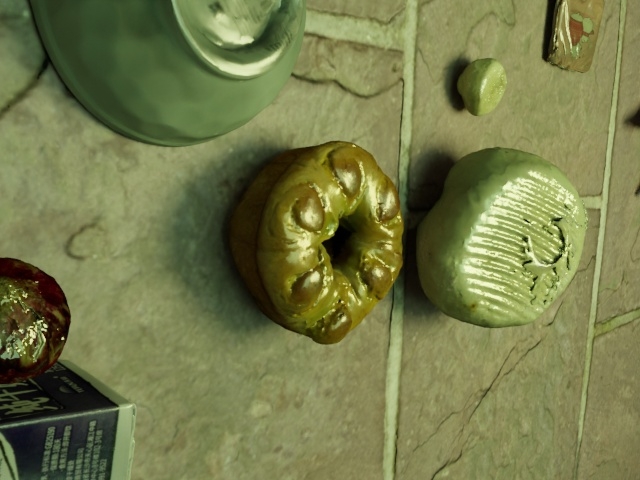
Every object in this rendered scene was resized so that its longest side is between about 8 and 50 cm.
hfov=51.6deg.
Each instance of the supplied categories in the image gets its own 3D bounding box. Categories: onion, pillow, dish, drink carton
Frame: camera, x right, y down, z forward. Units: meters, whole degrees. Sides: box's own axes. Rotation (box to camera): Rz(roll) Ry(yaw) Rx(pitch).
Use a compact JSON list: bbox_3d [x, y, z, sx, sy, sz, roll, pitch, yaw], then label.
[{"bbox_3d":[-0.258,0.066,0.537,0.107,0.097,0.107,32,38,-30],"label":"onion"},{"bbox_3d":[0.448,-0.423,1.150,0.135,0.049,0.248,-6,106,-42],"label":"pillow"},{"bbox_3d":[-0.108,-0.223,0.600,0.303,0.120,0.302,-12,108,-43],"label":"dish"},{"bbox_3d":[-0.275,0.165,0.505,0.222,0.134,0.101,2,99,-44],"label":"drink carton"}]

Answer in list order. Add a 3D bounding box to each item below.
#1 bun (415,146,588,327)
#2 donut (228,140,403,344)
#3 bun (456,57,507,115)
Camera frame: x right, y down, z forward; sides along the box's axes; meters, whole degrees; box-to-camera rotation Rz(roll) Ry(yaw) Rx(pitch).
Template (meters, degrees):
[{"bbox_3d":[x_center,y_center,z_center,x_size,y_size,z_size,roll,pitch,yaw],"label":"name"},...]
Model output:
[{"bbox_3d":[0.256,0.000,0.968,0.273,0.168,0.272,-5,101,-28],"label":"bun"},{"bbox_3d":[0.002,0.000,0.754,0.227,0.114,0.226,-10,104,-42],"label":"donut"},{"bbox_3d":[0.234,-0.229,0.977,0.086,0.055,0.086,-28,131,-38],"label":"bun"}]
